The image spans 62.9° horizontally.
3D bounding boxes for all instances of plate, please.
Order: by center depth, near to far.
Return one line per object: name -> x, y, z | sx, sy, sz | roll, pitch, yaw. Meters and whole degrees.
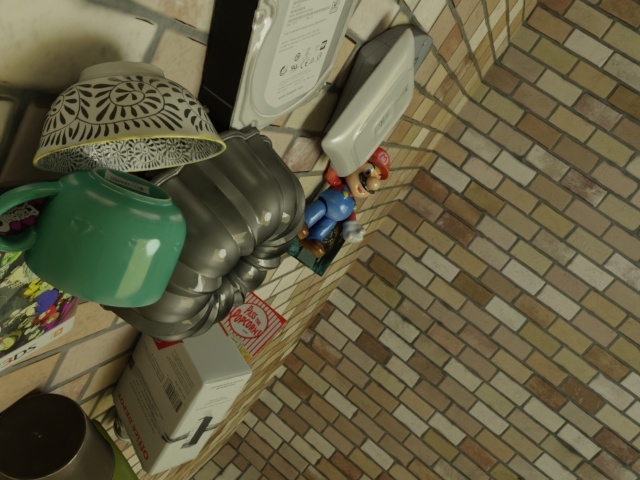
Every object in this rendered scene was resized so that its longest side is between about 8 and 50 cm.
plate -> 0.118, -0.263, 1.097 | 0.278, 0.045, 0.277 | -53, 168, 1

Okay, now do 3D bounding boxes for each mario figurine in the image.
mario figurine -> 0.068, -0.107, 1.320 | 0.320, 0.170, 0.198 | -49, 166, -7

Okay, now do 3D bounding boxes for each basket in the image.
basket -> -0.426, 0.348, 0.824 | 0.204, 0.154, 0.227 | -43, 162, -42

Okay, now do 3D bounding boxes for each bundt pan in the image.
bundt pan -> -0.143, 0.013, 0.724 | 0.331, 0.124, 0.331 | -45, 169, -11

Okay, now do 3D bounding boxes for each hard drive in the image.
hard drive -> -0.029, -0.295, 0.640 | 0.237, 0.064, 0.339 | -42, 164, -43

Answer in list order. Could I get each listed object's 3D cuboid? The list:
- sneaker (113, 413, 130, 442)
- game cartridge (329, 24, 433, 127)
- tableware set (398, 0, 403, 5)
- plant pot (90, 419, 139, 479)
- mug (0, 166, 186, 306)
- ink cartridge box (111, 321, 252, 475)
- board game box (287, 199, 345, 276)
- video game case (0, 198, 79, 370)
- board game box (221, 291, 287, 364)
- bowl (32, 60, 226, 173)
sneaker -> -0.325, 0.371, 1.180 | 0.281, 0.105, 0.115 | -26, 166, -23
game cartridge -> 0.138, -0.358, 1.126 | 0.297, 0.062, 0.198 | -40, 159, -47
tableware set -> 0.196, -0.511, 0.922 | 0.128, 0.039, 0.194 | -50, 168, -9
plant pot -> -0.440, 0.555, 1.008 | 0.275, 0.293, 0.275 | -49, 168, -15
mug -> -0.199, -0.010, 0.483 | 0.097, 0.129, 0.158 | -64, 164, 10
ink cartridge box -> -0.275, 0.276, 1.002 | 0.114, 0.197, 0.273 | 2, 129, -48
board game box -> 0.000, -0.006, 1.454 | 0.186, 0.126, 0.026 | -57, 176, 22
video game case -> -0.340, 0.061, 0.546 | 0.210, 0.042, 0.232 | -38, 161, -56
board game box -> -0.202, 0.229, 1.326 | 0.193, 0.146, 0.045 | -45, 167, -35
bowl -> -0.178, -0.115, 0.485 | 0.170, 0.170, 0.080 | -15, 97, -72
